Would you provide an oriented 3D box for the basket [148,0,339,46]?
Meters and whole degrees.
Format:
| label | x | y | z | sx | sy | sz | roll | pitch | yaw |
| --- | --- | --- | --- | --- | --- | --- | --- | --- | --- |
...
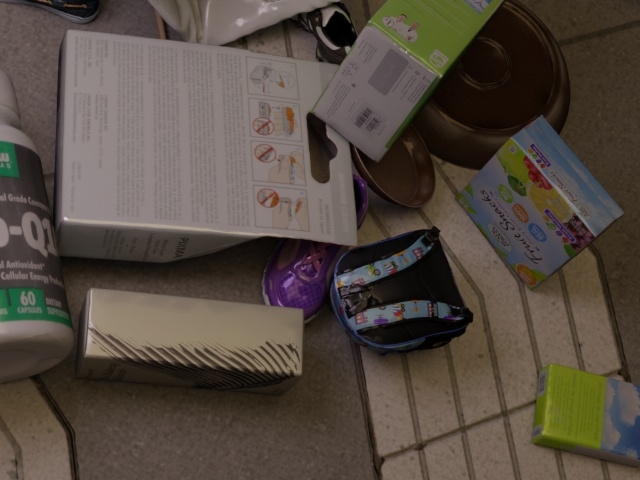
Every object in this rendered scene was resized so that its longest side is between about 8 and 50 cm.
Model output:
| label | x | y | z | sx | sy | sz | roll | pitch | yaw |
| --- | --- | --- | --- | --- | --- | --- | --- | --- | --- |
| basket | -0.102 | -0.466 | 1.883 | 0.328 | 0.331 | 0.266 | -21 | 69 | 7 |

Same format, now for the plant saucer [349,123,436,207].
| label | x | y | z | sx | sy | sz | roll | pitch | yaw |
| --- | --- | --- | --- | --- | --- | --- | --- | --- | --- |
| plant saucer | 0.093 | -0.116 | 1.978 | 0.168 | 0.029 | 0.168 | 30 | 45 | -35 |

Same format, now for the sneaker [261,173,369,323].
| label | x | y | z | sx | sy | sz | roll | pitch | yaw |
| --- | --- | --- | --- | --- | --- | --- | --- | --- | --- |
| sneaker | 0.000 | 0.000 | 1.897 | 0.095 | 0.104 | 0.236 | 29 | 65 | -5 |

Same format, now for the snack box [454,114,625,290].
| label | x | y | z | sx | sy | sz | roll | pitch | yaw |
| --- | --- | --- | --- | --- | --- | --- | --- | --- | --- |
| snack box | 0.294 | -0.047 | 1.943 | 0.070 | 0.207 | 0.174 | -36 | 81 | -25 |

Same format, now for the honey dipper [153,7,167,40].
| label | x | y | z | sx | sy | sz | roll | pitch | yaw |
| --- | --- | --- | --- | --- | --- | --- | --- | --- | --- |
| honey dipper | -0.228 | -0.313 | 1.997 | 0.031 | 0.030 | 0.160 | -6 | 74 | -18 |

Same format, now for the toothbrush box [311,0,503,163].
| label | x | y | z | sx | sy | sz | roll | pitch | yaw |
| --- | --- | --- | --- | --- | --- | --- | --- | --- | --- |
| toothbrush box | 0.135 | -0.271 | 1.908 | 0.122 | 0.206 | 0.283 | 37 | 52 | 0 |

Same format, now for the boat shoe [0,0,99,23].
| label | x | y | z | sx | sy | sz | roll | pitch | yaw |
| --- | --- | --- | --- | --- | --- | --- | --- | --- | --- |
| boat shoe | -0.385 | -0.359 | 1.936 | 0.183 | 0.083 | 0.065 | 17 | 65 | -9 |

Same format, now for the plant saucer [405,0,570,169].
| label | x | y | z | sx | sy | sz | roll | pitch | yaw |
| --- | --- | --- | --- | --- | --- | --- | --- | --- | --- |
| plant saucer | 0.233 | -0.254 | 2.098 | 0.311 | 0.050 | 0.310 | 6 | 66 | -14 |

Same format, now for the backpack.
| label | x | y | z | sx | sy | sz | roll | pitch | yaw |
| --- | --- | --- | --- | --- | --- | --- | --- | --- | --- |
| backpack | 0.090 | 0.078 | 1.876 | 0.173 | 0.117 | 0.158 | -14 | 75 | -27 |

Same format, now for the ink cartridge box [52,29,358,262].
| label | x | y | z | sx | sy | sz | roll | pitch | yaw |
| --- | --- | --- | --- | --- | --- | --- | --- | --- | --- |
| ink cartridge box | -0.155 | -0.116 | 1.883 | 0.385 | 0.091 | 0.308 | 5 | 57 | -16 |

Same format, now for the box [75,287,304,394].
| label | x | y | z | sx | sy | sz | roll | pitch | yaw |
| --- | --- | --- | --- | --- | --- | --- | --- | --- | --- |
| box | -0.164 | 0.129 | 1.794 | 0.275 | 0.113 | 0.094 | 5 | 69 | -13 |

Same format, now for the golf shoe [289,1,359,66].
| label | x | y | z | sx | sy | sz | roll | pitch | yaw |
| --- | --- | --- | --- | --- | --- | --- | --- | --- | --- |
| golf shoe | 0.006 | -0.326 | 2.035 | 0.077 | 0.094 | 0.198 | -28 | 78 | -23 |

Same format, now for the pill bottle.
| label | x | y | z | sx | sy | sz | roll | pitch | yaw |
| --- | --- | --- | --- | --- | --- | --- | --- | --- | --- |
| pill bottle | -0.427 | -0.018 | 1.721 | 0.204 | 0.204 | 0.361 | -8 | 72 | -19 |

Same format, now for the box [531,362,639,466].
| label | x | y | z | sx | sy | sz | roll | pitch | yaw |
| --- | --- | --- | --- | --- | --- | --- | --- | --- | --- |
| box | 0.382 | 0.241 | 1.947 | 0.178 | 0.042 | 0.109 | 15 | 66 | -11 |
